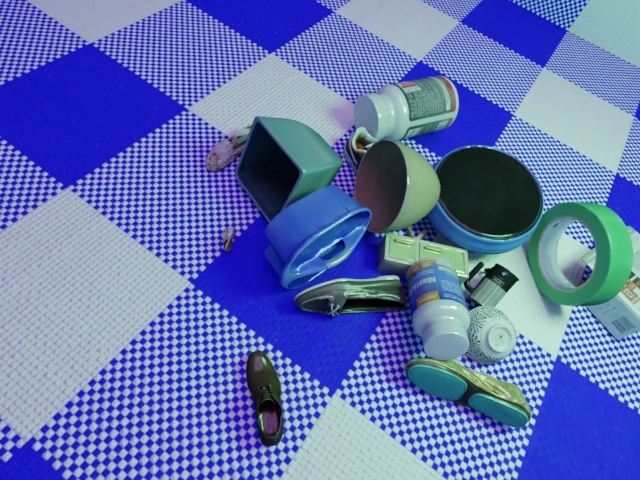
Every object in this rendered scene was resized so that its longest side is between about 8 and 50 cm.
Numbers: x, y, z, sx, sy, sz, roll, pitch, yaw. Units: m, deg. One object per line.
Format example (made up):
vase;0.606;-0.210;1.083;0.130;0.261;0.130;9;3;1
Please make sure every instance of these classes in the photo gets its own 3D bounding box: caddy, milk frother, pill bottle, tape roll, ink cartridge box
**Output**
caddy;0.000;0.000;1.160;0.341;0.241;0.179;-33;66;-27
milk frother;0.535;0.147;1.276;0.134;0.143;0.129;-50;46;4
pill bottle;0.325;-0.498;1.548;0.363;0.210;0.210;-18;64;-22
tape roll;0.787;0.041;1.252;0.077;0.321;0.321;1;59;-10
ink cartridge box;1.024;0.132;1.363;0.309;0.130;0.272;-23;65;-24
pill bottle;0.325;0.185;1.122;0.152;0.152;0.272;13;37;-4

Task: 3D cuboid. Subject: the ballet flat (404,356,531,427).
ballet flat;0.393;0.385;1.095;0.349;0.123;0.123;23;57;3

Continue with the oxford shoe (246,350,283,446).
oxford shoe;-0.130;0.373;0.990;0.083;0.096;0.227;-11;61;-16

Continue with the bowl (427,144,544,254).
bowl;0.536;-0.148;1.329;0.391;0.077;0.391;1;65;-3

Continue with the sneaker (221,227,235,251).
sneaker;-0.285;-0.002;1.226;0.037;0.032;0.083;2;53;5

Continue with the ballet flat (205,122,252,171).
ballet flat;-0.303;-0.331;1.391;0.091;0.077;0.241;37;59;10

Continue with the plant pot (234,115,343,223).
plant pot;-0.078;-0.232;1.289;0.252;0.247;0.248;-21;65;-41

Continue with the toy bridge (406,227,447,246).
toy bridge;0.338;-0.015;1.366;0.188;0.026;0.063;42;61;14

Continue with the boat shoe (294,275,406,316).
boat shoe;0.096;0.170;1.152;0.335;0.112;0.095;-6;56;-19

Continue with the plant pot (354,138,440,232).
plant pot;0.259;-0.162;1.268;0.191;0.284;0.284;2;58;-26

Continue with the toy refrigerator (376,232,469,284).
toy refrigerator;0.322;0.062;1.276;0.270;0.094;0.102;13;58;-4

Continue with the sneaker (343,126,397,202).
sneaker;0.192;-0.259;1.427;0.126;0.127;0.321;-25;69;-25

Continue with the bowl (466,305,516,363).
bowl;0.493;0.274;1.153;0.170;0.080;0.170;1;84;-6
